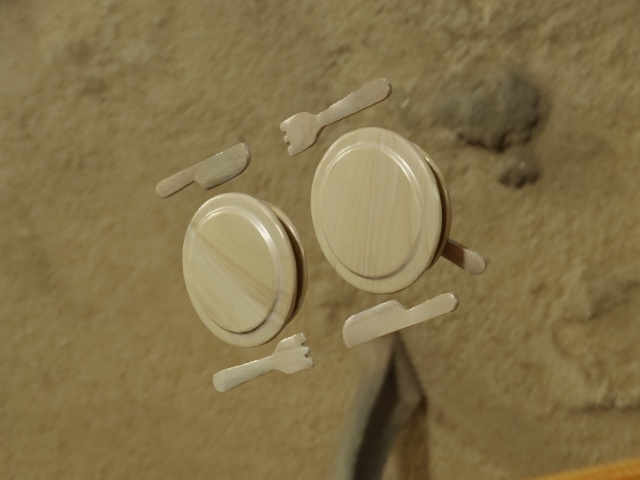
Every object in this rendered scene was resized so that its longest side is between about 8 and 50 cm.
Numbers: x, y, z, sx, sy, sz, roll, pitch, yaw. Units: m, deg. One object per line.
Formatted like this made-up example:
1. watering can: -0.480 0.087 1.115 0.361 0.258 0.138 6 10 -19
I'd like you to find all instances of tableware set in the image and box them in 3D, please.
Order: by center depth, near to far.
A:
1. tableware set: 0.000 0.000 0.871 0.194 0.039 0.128 -22 82 42
